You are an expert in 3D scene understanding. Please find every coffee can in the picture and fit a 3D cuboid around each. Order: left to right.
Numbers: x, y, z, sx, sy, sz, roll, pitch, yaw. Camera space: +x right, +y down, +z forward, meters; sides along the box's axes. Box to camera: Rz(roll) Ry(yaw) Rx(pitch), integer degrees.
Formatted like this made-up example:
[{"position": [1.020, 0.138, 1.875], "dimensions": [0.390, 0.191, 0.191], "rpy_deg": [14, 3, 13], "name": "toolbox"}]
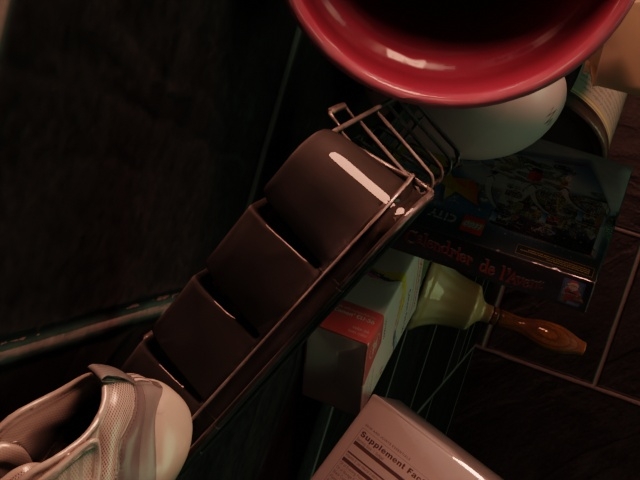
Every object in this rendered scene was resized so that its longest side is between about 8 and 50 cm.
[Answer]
[{"position": [0.309, -0.226, 1.367], "dimensions": [0.201, 0.201, 0.275], "rpy_deg": [86, 27, -57], "name": "coffee can"}]

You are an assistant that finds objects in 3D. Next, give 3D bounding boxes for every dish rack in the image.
[{"position": [0.000, 0.000, 0.625], "dimensions": [0.208, 0.074, 0.271], "rpy_deg": [-48, 176, 25], "name": "dish rack"}]

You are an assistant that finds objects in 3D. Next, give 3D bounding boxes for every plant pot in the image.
[{"position": [0.079, -0.197, 0.613], "dimensions": [0.180, 0.201, 0.201], "rpy_deg": [-78, 179, -64], "name": "plant pot"}]

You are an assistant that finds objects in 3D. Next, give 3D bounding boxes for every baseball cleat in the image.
[{"position": [-0.139, 0.152, 0.486], "dimensions": [0.109, 0.072, 0.206], "rpy_deg": [33, 79, -52], "name": "baseball cleat"}]

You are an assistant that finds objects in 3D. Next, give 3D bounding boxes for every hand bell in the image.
[{"position": [0.248, 0.106, 1.441], "dimensions": [0.126, 0.242, 0.126], "rpy_deg": [20, 90, -88], "name": "hand bell"}]

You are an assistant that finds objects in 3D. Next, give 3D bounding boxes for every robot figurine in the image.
[{"position": [0.136, -0.199, 0.838], "dimensions": [0.173, 0.209, 0.278], "rpy_deg": [-13, -130, 60], "name": "robot figurine"}]

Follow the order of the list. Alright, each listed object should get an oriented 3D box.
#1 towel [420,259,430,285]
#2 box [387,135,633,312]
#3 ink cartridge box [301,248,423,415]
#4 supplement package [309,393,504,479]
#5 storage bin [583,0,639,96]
[{"position": [0.111, 0.044, 1.328], "dimensions": [0.148, 0.027, 0.110], "rpy_deg": [35, 75, -76], "name": "towel"}, {"position": [0.158, -0.039, 0.980], "dimensions": [0.044, 0.233, 0.159], "rpy_deg": [92, 22, -49], "name": "box"}, {"position": [0.052, 0.061, 1.046], "dimensions": [0.115, 0.067, 0.198], "rpy_deg": [94, 21, -45], "name": "ink cartridge box"}, {"position": [0.064, 0.316, 1.027], "dimensions": [0.263, 0.198, 0.199], "rpy_deg": [-53, 165, -1], "name": "supplement package"}, {"position": [0.300, -0.263, 0.773], "dimensions": [0.260, 0.123, 0.262], "rpy_deg": [-54, 156, -49], "name": "storage bin"}]
